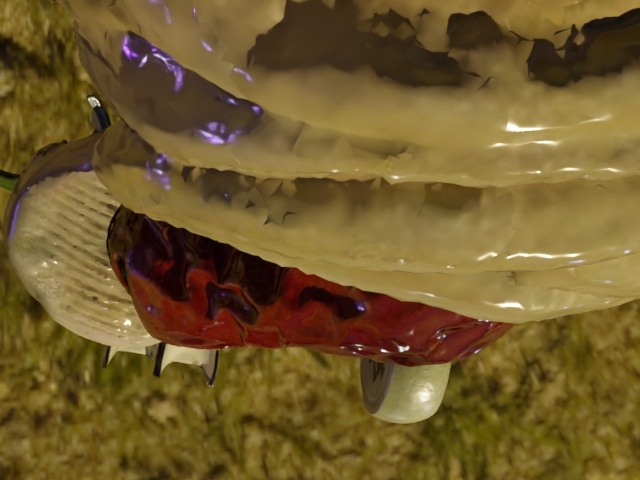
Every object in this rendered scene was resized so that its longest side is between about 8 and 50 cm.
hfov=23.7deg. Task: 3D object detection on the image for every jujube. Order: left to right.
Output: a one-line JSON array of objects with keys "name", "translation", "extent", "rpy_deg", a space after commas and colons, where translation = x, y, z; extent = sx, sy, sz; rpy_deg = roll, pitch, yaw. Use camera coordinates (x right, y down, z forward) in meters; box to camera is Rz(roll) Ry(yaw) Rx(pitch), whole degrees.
[{"name": "jujube", "translation": [0.000, 0.000, 1.138], "extent": [0.342, 0.216, 0.216], "rpy_deg": [-6, 133, 27]}]

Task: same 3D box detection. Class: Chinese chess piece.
[{"name": "Chinese chess piece", "translation": [0.075, 0.095, 1.390], "extent": [0.058, 0.144, 0.144], "rpy_deg": [5, 124, -11]}]

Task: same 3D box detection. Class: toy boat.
[{"name": "toy boat", "translation": [-0.241, -0.131, 1.687], "extent": [0.034, 0.096, 0.122], "rpy_deg": [-18, 139, -14]}]

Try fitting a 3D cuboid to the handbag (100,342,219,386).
[{"name": "handbag", "translation": [-0.148, -0.036, 1.812], "extent": [0.160, 0.359, 0.237], "rpy_deg": [10, 141, -5]}]

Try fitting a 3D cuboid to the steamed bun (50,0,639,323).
[{"name": "steamed bun", "translation": [0.009, -0.106, 0.544], "extent": [0.372, 0.324, 0.230], "rpy_deg": [18, 93, -51]}]

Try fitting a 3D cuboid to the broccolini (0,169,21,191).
[{"name": "broccolini", "translation": [-0.399, -0.100, 1.669], "extent": [0.254, 0.071, 0.057], "rpy_deg": [19, 147, -11]}]

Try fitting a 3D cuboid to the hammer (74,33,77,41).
[{"name": "hammer", "translation": [-0.253, -0.254, 1.612], "extent": [0.017, 0.182, 0.062], "rpy_deg": [-13, 144, -2]}]

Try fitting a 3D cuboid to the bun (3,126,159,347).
[{"name": "bun", "translation": [-0.182, -0.014, 1.390], "extent": [0.210, 0.116, 0.237], "rpy_deg": [14, 125, -9]}]
